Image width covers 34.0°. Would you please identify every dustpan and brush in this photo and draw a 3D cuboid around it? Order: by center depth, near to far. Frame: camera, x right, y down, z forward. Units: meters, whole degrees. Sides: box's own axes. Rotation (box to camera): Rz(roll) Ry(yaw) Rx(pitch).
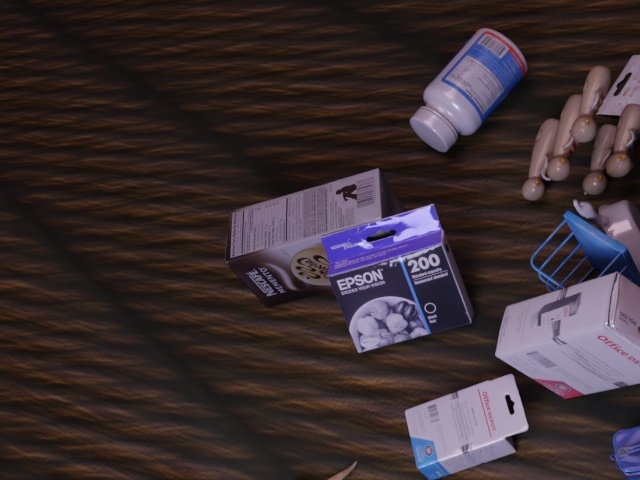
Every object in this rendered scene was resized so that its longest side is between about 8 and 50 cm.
[{"bbox_3d":[0.452,-0.020,1.598,0.060,0.211,0.147,-28,48,23],"label":"dustpan and brush"}]

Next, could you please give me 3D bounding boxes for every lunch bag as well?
[{"bbox_3d":[0.456,0.295,1.463,0.098,0.065,0.067,-18,51,16],"label":"lunch bag"}]

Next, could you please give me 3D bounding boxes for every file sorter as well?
[{"bbox_3d":[0.408,0.060,1.589,0.104,0.170,0.118,-47,48,-3],"label":"file sorter"}]

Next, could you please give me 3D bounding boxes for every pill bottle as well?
[{"bbox_3d":[0.268,-0.273,1.930,0.221,0.124,0.124,-48,49,-8],"label":"pill bottle"}]

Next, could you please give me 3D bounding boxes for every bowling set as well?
[{"bbox_3d":[0.463,-0.141,1.700,0.200,0.287,0.154,21,73,2],"label":"bowling set"}]

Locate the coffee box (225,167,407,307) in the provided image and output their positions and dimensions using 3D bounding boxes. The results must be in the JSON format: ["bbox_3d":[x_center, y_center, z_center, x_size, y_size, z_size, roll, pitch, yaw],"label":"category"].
[{"bbox_3d":[0.000,0.000,1.858,0.297,0.168,0.119,-16,52,20],"label":"coffee box"}]

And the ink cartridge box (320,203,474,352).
[{"bbox_3d":[0.123,0.065,1.728,0.206,0.208,0.045,-17,15,18],"label":"ink cartridge box"}]

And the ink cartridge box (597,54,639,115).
[{"bbox_3d":[0.585,-0.254,1.809,0.145,0.045,0.179,-55,32,-14],"label":"ink cartridge box"}]

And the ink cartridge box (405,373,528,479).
[{"bbox_3d":[0.230,0.285,1.599,0.180,0.060,0.104,-22,49,15],"label":"ink cartridge box"}]

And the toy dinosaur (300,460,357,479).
[{"bbox_3d":[-0.016,0.414,1.651,0.183,0.053,0.093,-32,47,6],"label":"toy dinosaur"}]

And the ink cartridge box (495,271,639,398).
[{"bbox_3d":[0.385,0.140,1.495,0.218,0.158,0.092,-23,41,52],"label":"ink cartridge box"}]
